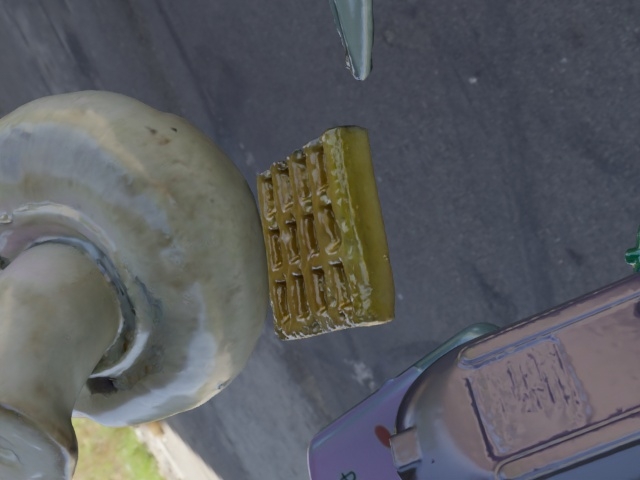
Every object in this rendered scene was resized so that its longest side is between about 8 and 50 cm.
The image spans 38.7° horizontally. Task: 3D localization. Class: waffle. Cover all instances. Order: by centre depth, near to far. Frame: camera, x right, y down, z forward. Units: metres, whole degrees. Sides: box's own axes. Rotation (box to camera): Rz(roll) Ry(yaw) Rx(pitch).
[{"bbox_3d":[0.000,0.000,1.080,0.248,0.055,0.221,-21,76,63],"label":"waffle"}]

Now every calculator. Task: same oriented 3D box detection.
[{"bbox_3d":[0.096,0.167,0.726,0.246,0.045,0.141,-39,82,27],"label":"calculator"}]

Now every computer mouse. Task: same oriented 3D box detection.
[{"bbox_3d":[0.143,0.062,0.382,0.057,0.232,0.120,57,-167,-35],"label":"computer mouse"}]

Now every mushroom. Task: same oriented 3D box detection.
[{"bbox_3d":[-0.180,0.046,0.814,0.315,0.315,0.356,94,154,-54],"label":"mushroom"}]

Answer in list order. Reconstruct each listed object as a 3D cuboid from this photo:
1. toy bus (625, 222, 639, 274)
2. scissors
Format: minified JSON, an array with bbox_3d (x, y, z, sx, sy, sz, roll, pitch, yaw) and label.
[{"bbox_3d":[0.527,0.029,1.034,0.344,0.199,0.183,-8,71,52],"label":"toy bus"},{"bbox_3d":[0.015,-0.252,0.745,0.289,0.138,0.041,77,-169,-44],"label":"scissors"}]
